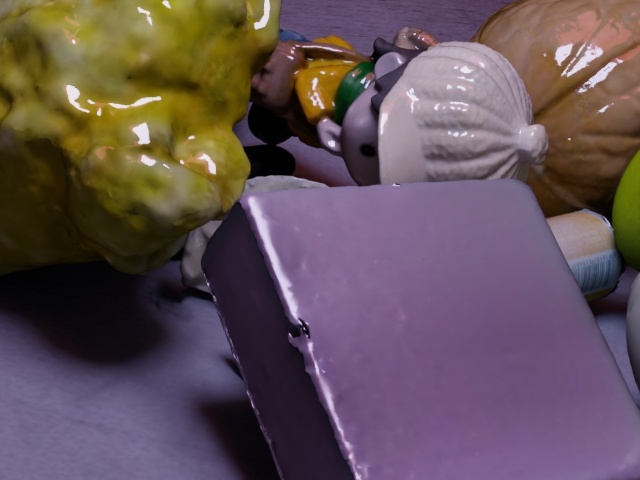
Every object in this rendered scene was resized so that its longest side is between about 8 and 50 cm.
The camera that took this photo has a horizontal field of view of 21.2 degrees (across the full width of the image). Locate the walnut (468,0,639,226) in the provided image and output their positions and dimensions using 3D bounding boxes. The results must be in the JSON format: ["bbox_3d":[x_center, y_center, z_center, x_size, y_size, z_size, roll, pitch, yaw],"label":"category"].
[{"bbox_3d":[0.285,-0.140,1.787,0.252,0.277,0.313,32,30,29],"label":"walnut"}]

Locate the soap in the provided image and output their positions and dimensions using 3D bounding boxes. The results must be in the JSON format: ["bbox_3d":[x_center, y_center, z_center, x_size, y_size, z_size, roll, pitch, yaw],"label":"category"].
[{"bbox_3d":[0.088,0.095,1.306,0.285,0.107,0.296,-3,58,-30],"label":"soap"}]

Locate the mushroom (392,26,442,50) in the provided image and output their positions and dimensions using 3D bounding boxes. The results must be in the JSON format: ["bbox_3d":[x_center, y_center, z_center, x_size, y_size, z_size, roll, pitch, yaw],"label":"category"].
[{"bbox_3d":[0.127,-0.181,2.020,0.094,0.072,0.209,6,31,-10],"label":"mushroom"}]

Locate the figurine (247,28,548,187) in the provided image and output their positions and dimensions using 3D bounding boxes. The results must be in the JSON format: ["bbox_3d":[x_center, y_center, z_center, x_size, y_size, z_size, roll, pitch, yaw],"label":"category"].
[{"bbox_3d":[0.068,-0.128,1.645,0.204,0.185,0.332,-38,43,-9],"label":"figurine"}]

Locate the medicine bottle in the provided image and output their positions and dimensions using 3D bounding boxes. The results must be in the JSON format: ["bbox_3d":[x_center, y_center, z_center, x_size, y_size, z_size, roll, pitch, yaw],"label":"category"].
[{"bbox_3d":[0.110,0.049,1.541,0.426,0.108,0.108,-11,35,-43],"label":"medicine bottle"}]

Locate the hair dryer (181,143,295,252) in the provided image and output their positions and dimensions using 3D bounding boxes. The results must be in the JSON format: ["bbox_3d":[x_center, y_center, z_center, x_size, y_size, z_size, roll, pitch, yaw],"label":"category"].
[{"bbox_3d":[-0.121,-0.070,1.701,0.197,0.089,0.251,30,22,33],"label":"hair dryer"}]

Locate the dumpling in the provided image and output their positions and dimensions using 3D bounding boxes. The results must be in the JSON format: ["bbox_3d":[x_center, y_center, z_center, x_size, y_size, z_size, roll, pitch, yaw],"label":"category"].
[{"bbox_3d":[-0.031,-0.001,1.528,0.169,0.134,0.100,17,26,1],"label":"dumpling"}]

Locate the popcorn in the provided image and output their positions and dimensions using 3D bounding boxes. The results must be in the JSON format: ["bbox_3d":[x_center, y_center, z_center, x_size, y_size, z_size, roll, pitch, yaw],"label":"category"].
[{"bbox_3d":[-0.193,-0.135,1.452,0.294,0.334,0.292,7,-11,-21],"label":"popcorn"}]

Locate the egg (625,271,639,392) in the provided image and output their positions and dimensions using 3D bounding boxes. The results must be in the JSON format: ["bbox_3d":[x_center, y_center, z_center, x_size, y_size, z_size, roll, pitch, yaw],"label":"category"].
[{"bbox_3d":[0.408,0.102,1.374,0.283,0.283,0.345,0,37,-25],"label":"egg"}]

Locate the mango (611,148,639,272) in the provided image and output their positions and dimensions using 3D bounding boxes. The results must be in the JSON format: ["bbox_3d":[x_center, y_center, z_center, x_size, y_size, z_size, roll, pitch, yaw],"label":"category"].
[{"bbox_3d":[0.401,-0.058,1.572,0.143,0.293,0.175,-1,71,-57],"label":"mango"}]
